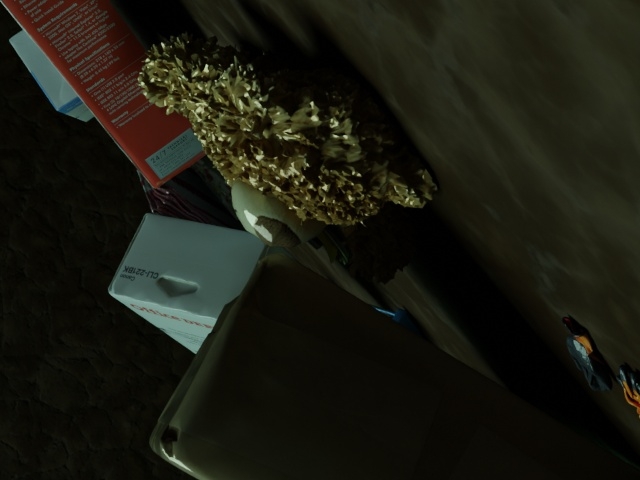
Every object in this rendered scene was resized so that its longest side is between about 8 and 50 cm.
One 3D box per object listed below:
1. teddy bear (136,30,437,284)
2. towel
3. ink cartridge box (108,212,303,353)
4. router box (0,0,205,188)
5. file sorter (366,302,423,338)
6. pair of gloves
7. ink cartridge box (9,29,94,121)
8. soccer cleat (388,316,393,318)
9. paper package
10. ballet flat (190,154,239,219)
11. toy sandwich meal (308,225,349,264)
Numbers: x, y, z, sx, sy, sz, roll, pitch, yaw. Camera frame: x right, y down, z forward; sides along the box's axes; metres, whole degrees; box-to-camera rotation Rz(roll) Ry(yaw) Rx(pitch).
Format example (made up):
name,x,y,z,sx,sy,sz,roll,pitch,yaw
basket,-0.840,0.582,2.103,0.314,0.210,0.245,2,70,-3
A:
name,x,y,z,sx,sy,sz,roll,pitch,yaw
teddy bear,-0.036,-0.063,0.820,0.245,0.113,0.338,51,174,-33
towel,-0.154,-0.064,1.477,0.237,0.037,0.329,34,-168,-31
ink cartridge box,-0.093,0.086,1.314,0.197,0.114,0.273,10,160,33
router box,-0.259,-0.256,1.147,0.301,0.082,0.335,55,-178,-38
file sorter,0.061,0.162,1.285,0.104,0.118,0.170,16,154,37
pair of gloves,0.178,0.087,0.653,0.083,0.010,0.074,45,172,45
ink cartridge box,-0.309,-0.209,1.341,0.104,0.060,0.180,56,-178,0
soccer cleat,0.099,0.121,1.347,0.035,0.029,0.083,34,168,37
paper package,0.038,0.175,0.869,0.324,0.168,0.309,31,167,-5
ballet flat,-0.129,-0.114,1.404,0.241,0.091,0.077,44,142,18
toy sandwich meal,0.000,0.000,1.300,0.085,0.029,0.085,49,174,7
